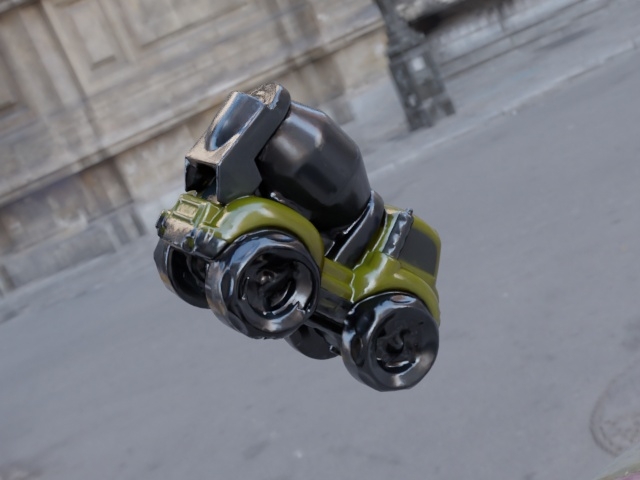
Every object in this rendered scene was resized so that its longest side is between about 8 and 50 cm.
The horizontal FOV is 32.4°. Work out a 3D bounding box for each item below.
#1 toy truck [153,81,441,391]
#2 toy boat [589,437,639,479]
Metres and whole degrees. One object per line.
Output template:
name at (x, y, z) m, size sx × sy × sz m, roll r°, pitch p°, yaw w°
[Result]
toy truck at (0.000, 0.000, 0.794) m, size 0.147 × 0.224 × 0.165 m, roll 17°, pitch 81°, yaw 61°
toy boat at (0.149, 0.131, 0.456) m, size 0.293 × 0.111 × 0.276 m, roll -36°, pitch -3°, yaw -20°
